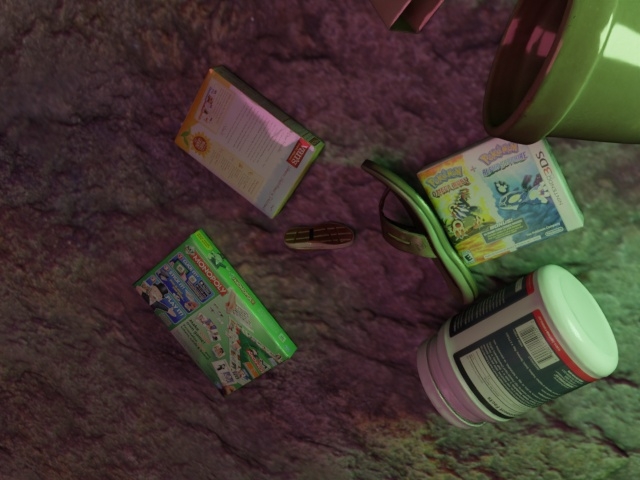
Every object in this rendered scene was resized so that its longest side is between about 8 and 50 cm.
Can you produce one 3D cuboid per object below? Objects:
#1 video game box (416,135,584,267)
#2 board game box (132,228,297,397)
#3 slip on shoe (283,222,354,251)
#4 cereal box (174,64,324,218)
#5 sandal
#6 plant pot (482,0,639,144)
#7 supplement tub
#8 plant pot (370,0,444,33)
[{"bbox_3d":[0.288,-0.073,1.054,0.205,0.048,0.187,-24,98,29],"label":"video game box"},{"bbox_3d":[-0.226,0.159,1.370,0.214,0.046,0.317,-36,95,30],"label":"board game box"},{"bbox_3d":[0.000,0.000,1.212,0.136,0.051,0.041,-5,149,16],"label":"slip on shoe"},{"bbox_3d":[-0.133,-0.177,1.187,0.240,0.047,0.173,38,121,3],"label":"cereal box"},{"bbox_3d":[0.156,-0.005,1.085,0.086,0.120,0.302,-34,97,3],"label":"sandal"},{"bbox_3d":[0.371,-0.226,0.858,0.229,0.263,0.263,18,119,-5],"label":"plant pot"},{"bbox_3d":[0.315,0.179,1.065,0.272,0.191,0.191,-36,94,31],"label":"supplement tub"},{"bbox_3d":[0.125,-0.382,0.963,0.096,0.109,0.109,49,122,13],"label":"plant pot"}]
